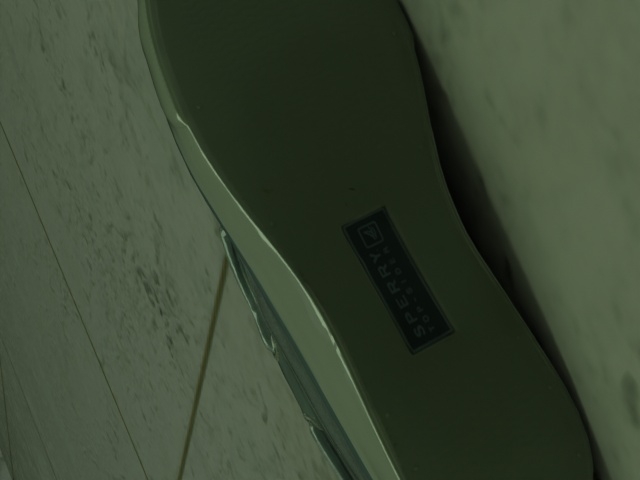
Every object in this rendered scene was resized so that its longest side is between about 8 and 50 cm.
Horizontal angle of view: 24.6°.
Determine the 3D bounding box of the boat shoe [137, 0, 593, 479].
[{"bbox_3d":[0.001,0.000,0.446,0.228,0.079,0.081,65,157,9],"label":"boat shoe"}]
